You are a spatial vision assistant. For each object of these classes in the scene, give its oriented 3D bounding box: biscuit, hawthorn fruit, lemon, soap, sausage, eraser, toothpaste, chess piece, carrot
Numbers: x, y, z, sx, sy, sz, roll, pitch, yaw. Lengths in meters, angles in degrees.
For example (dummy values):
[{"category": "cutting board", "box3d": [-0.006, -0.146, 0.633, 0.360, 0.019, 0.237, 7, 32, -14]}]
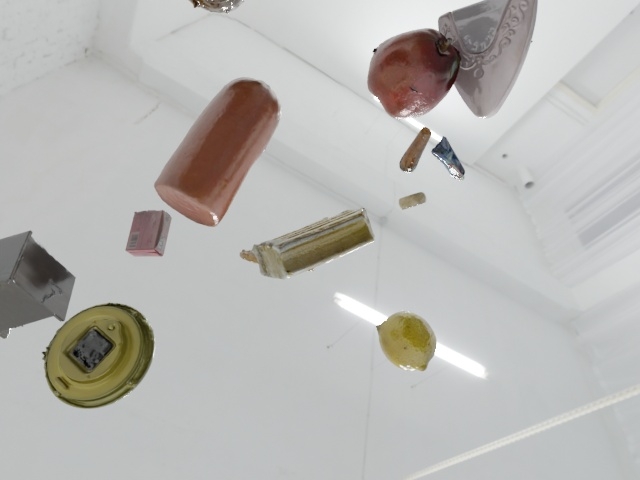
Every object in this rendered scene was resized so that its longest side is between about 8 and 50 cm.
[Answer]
[{"category": "biscuit", "box3d": [-0.145, 0.064, 1.343, 0.254, 0.035, 0.254, 11, -178, 0]}, {"category": "hawthorn fruit", "box3d": [0.204, -0.364, 0.860, 0.185, 0.202, 0.184, 6, -104, -28]}, {"category": "lemon", "box3d": [0.365, 0.423, 1.672, 0.229, 0.228, 0.253, -12, -118, -44]}, {"category": "soap", "box3d": [0.000, 0.000, 0.862, 0.258, 0.160, 0.080, -21, -81, -26]}, {"category": "sausage", "box3d": [-0.149, -0.155, 0.636, 0.114, 0.113, 0.259, 30, -111, -11]}, {"category": "eraser", "box3d": [0.351, -0.388, 0.860, 0.059, 0.205, 0.243, -13, -79, -47]}, {"category": "toothpaste", "box3d": [0.170, -0.103, 0.524, 0.083, 0.027, 0.019, 36, -178, -42]}, {"category": "chess piece", "box3d": [0.280, -0.121, 1.218, 0.084, 0.084, 0.038, -15, -94, -46]}, {"category": "carrot", "box3d": [0.286, -0.268, 1.206, 0.055, 0.161, 0.055, 7, -124, -10]}]

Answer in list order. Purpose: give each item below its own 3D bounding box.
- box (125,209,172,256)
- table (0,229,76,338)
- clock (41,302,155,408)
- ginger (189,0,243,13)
[{"category": "box", "box3d": [-0.556, -0.024, 1.303, 0.112, 0.060, 0.156, -2, -114, 13]}, {"category": "table", "box3d": [-0.782, 0.114, 1.033, 0.169, 0.193, 0.172, -17, -134, 0]}, {"category": "clock", "box3d": [-0.487, 0.242, 0.873, 0.237, 0.057, 0.236, 0, -116, 0]}, {"category": "ginger", "box3d": [-0.141, -0.470, 0.592, 0.176, 0.254, 0.418, 57, 179, -17]}]
